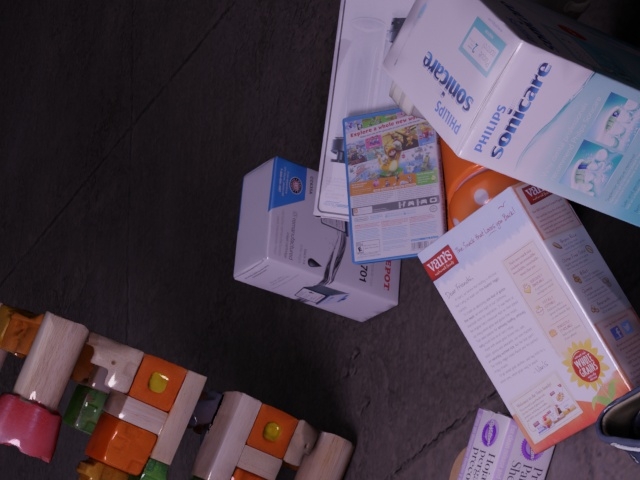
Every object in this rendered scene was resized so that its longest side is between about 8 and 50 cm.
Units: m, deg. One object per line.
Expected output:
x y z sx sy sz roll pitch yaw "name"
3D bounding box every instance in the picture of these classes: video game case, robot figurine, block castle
0.082 -0.062 2.133 0.119 0.015 0.166 -8 83 33 "video game case"
0.194 -0.077 2.041 0.158 0.128 0.219 -15 52 15 "robot figurine"
-0.213 0.250 2.258 0.303 0.453 0.213 6 72 62 "block castle"

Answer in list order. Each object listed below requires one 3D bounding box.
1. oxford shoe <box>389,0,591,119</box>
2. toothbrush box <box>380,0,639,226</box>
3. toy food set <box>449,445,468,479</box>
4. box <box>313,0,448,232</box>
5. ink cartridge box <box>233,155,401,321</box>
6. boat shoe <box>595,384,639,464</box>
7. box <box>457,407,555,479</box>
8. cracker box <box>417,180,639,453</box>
0.231 -0.296 1.924 0.449 0.130 0.169 -59 -6 17 "oxford shoe"
0.235 -0.127 1.810 0.126 0.295 0.216 -63 27 18 "toothbrush box"
0.163 0.250 2.013 0.082 0.020 0.083 -32 46 52 "toy food set"
0.098 -0.156 2.190 0.169 0.087 0.290 7 91 34 "box"
0.000 0.000 2.289 0.082 0.191 0.139 -31 48 51 "ink cartridge box"
0.335 0.139 1.645 0.254 0.079 0.095 -23 54 58 "boat shoe"
0.152 0.333 1.931 0.063 0.067 0.324 13 84 62 "box"
0.213 0.069 1.848 0.156 0.067 0.232 -38 80 48 "cracker box"
